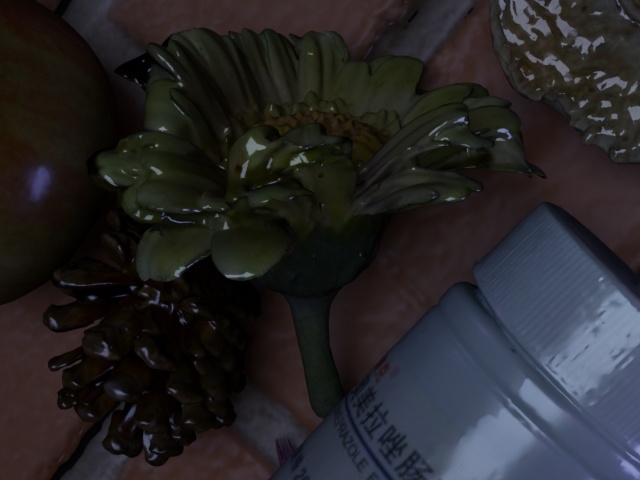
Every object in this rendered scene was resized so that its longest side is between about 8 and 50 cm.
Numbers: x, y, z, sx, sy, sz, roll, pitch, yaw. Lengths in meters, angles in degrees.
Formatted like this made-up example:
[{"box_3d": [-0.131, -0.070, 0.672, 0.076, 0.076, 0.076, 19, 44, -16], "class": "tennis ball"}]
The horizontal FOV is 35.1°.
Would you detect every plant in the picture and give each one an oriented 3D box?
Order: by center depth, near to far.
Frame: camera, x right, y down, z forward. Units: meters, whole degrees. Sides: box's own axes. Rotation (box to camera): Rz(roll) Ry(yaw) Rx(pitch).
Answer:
[{"box_3d": [-0.019, -0.044, 0.707, 0.306, 0.297, 0.261, -22, 64, -27], "class": "plant"}]

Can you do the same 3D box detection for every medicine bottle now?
[{"box_3d": [0.105, 0.150, 0.680, 0.190, 0.190, 0.332, 44, 100, 15], "class": "medicine bottle"}]

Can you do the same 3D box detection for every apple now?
[{"box_3d": [-0.292, -0.083, 0.782, 0.257, 0.234, 0.256, -24, 51, 33], "class": "apple"}]

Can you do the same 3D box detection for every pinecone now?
[{"box_3d": [-0.125, 0.071, 0.768, 0.150, 0.179, 0.195, 2, 94, 14], "class": "pinecone"}]

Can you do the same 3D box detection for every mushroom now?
[{"box_3d": [0.231, -0.201, 0.619, 0.233, 0.301, 0.208, 20, 59, 8], "class": "mushroom"}]

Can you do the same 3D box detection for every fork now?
[{"box_3d": [-0.022, 0.214, 0.813, 0.016, 0.012, 0.115, -10, 89, 21], "class": "fork"}]
